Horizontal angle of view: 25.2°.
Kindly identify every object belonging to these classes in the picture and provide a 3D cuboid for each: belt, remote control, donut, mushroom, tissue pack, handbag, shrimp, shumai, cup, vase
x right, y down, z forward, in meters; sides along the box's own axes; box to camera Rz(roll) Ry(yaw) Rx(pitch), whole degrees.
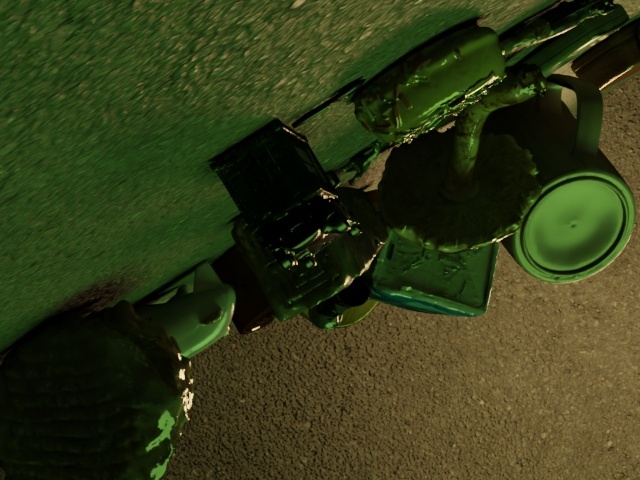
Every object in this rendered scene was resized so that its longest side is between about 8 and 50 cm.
[{"bbox_3d":[-0.055,0.037,2.224,0.217,0.122,0.339,-28,173,-25],"label":"belt"},{"bbox_3d":[0.327,-0.257,1.997,0.098,0.038,0.233,-28,175,-38],"label":"remote control"},{"bbox_3d":[0.116,-0.155,1.460,0.175,0.068,0.174,-32,176,-3],"label":"donut"},{"bbox_3d":[0.206,-0.139,2.015,0.208,0.233,0.301,-44,147,-64],"label":"mushroom"},{"bbox_3d":[0.144,0.036,2.316,0.198,0.146,0.263,15,176,-16],"label":"tissue pack"},{"bbox_3d":[0.535,-0.329,2.455,0.193,0.072,0.151,-27,175,-29],"label":"handbag"},{"bbox_3d":[0.266,-0.254,1.674,0.161,0.034,0.091,-24,-173,-7],"label":"shrimp"},{"bbox_3d":[-0.228,0.200,1.801,0.314,0.267,0.262,-27,178,41],"label":"shumai"},{"bbox_3d":[0.363,-0.108,2.210,0.288,0.208,0.273,-50,-150,16],"label":"cup"},{"bbox_3d":[0.028,0.095,2.223,0.059,0.059,0.167,-30,173,-21],"label":"vase"}]

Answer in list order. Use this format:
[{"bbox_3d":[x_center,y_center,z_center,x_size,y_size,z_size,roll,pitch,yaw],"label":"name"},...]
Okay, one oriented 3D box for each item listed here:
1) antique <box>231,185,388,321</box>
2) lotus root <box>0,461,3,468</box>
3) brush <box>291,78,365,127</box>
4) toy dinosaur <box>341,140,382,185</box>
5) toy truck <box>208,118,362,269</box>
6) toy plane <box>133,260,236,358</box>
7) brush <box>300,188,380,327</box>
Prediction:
[{"bbox_3d":[0.000,0.000,1.928,0.125,0.150,0.284,-28,178,18],"label":"antique"},{"bbox_3d":[-0.396,0.271,2.146,0.151,0.169,0.343,-38,174,13],"label":"lotus root"},{"bbox_3d":[0.008,-0.131,1.367,0.083,0.008,0.024,-32,179,3],"label":"brush"},{"bbox_3d":[0.057,-0.106,1.952,0.060,0.029,0.119,-43,179,-10],"label":"toy dinosaur"},{"bbox_3d":[-0.026,-0.039,1.432,0.088,0.121,0.259,-33,176,5],"label":"toy truck"},{"bbox_3d":[-0.229,0.130,2.116,0.245,0.117,0.244,-32,-165,10],"label":"toy plane"},{"bbox_3d":[0.041,0.018,2.526,0.266,0.174,0.166,-59,-165,11],"label":"brush"}]
